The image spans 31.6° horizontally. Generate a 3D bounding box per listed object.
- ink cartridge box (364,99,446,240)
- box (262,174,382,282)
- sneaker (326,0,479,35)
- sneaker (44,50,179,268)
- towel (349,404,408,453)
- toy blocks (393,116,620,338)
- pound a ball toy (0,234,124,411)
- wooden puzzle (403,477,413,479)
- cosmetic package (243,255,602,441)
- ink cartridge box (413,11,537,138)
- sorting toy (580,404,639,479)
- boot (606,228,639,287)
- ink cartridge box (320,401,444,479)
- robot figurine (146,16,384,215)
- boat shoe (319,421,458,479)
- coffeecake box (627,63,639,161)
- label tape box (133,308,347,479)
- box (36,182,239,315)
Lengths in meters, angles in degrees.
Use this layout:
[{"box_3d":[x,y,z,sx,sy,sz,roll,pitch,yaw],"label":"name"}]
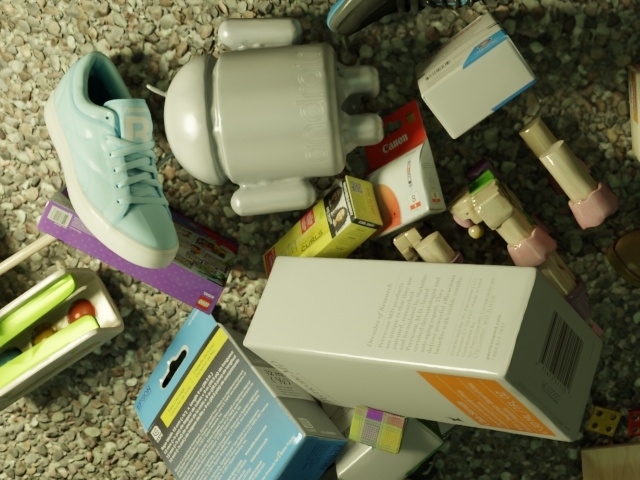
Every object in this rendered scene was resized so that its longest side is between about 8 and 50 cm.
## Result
[{"box_3d":[0.111,-0.106,1.726,0.145,0.045,0.179,-28,74,49],"label":"ink cartridge box"},{"box_3d":[0.000,0.000,1.775,0.058,0.087,0.232,14,139,-34],"label":"box"},{"box_3d":[0.168,-0.385,1.666,0.340,0.125,0.140,-30,109,14],"label":"sneaker"},{"box_3d":[-0.301,-0.131,1.674,0.366,0.135,0.150,57,131,23],"label":"sneaker"},{"box_3d":[0.088,0.287,1.718,0.083,0.009,0.060,14,101,12],"label":"towel"},{"box_3d":[0.309,0.017,1.707,0.309,0.288,0.260,-38,100,11],"label":"toy blocks"},{"box_3d":[-0.472,0.121,1.883,0.319,0.135,0.208,-34,78,13],"label":"pound a ball toy"},{"box_3d":[0.124,0.508,1.973,0.221,0.044,0.238,-34,134,13],"label":"wooden puzzle"},{"box_3d":[0.140,0.147,1.623,0.453,0.162,0.230,2,152,41],"label":"cosmetic package"},{"box_3d":[0.224,-0.247,1.667,0.148,0.203,0.086,-35,105,14],"label":"ink cartridge box"},{"box_3d":[0.517,0.395,1.948,0.132,0.046,0.275,-7,108,6],"label":"sorting toy"},{"box_3d":[0.574,-0.056,1.689,0.089,0.236,0.269,53,129,22],"label":"boot"},{"box_3d":[0.095,0.287,1.840,0.160,0.219,0.092,-43,116,15],"label":"ink cartridge box"},{"box_3d":[-0.082,-0.190,1.703,0.353,0.200,0.300,-5,85,5],"label":"robot figurine"},{"box_3d":[0.139,0.352,1.931,0.335,0.121,0.119,-37,118,22],"label":"boat shoe"},{"box_3d":[0.573,-0.206,1.732,0.185,0.068,0.142,-7,110,6],"label":"coffeecake box"},{"box_3d":[-0.145,0.302,1.868,0.115,0.348,0.249,17,113,-46],"label":"label tape box"},{"box_3d":[-0.278,-0.005,1.775,0.293,0.201,0.057,28,109,-6],"label":"box"}]
